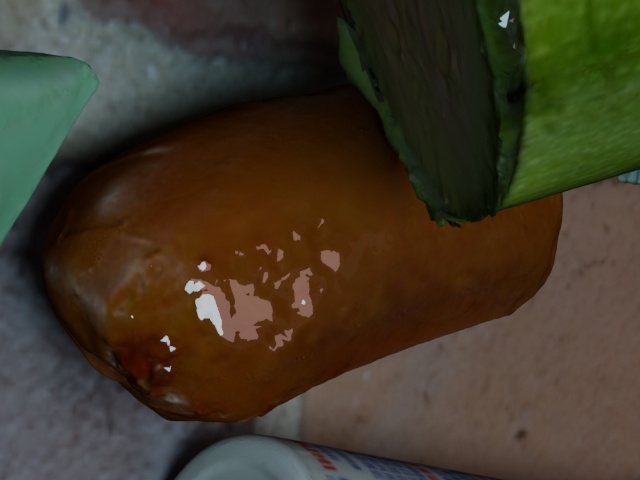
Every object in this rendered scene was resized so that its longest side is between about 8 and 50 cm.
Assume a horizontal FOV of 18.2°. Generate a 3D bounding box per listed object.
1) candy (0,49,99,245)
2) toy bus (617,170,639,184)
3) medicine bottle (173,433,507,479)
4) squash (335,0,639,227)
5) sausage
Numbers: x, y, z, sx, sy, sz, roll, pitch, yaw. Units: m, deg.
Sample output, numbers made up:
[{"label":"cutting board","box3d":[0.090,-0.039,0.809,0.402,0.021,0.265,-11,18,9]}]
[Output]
[{"label":"candy","box3d":[-0.278,-0.050,0.631,0.398,0.172,0.263,35,64,-17]},{"label":"toy bus","box3d":[0.204,-0.163,0.996,0.165,0.134,0.276,-16,107,-37]},{"label":"medicine bottle","box3d":[0.084,0.179,0.959,0.341,0.130,0.130,15,88,-40]},{"label":"squash","box3d":[0.185,-0.179,0.765,0.384,0.263,0.263,-18,110,-13]},{"label":"sausage","box3d":[-0.001,-0.003,0.863,0.258,0.133,0.133,-16,107,-35]}]
